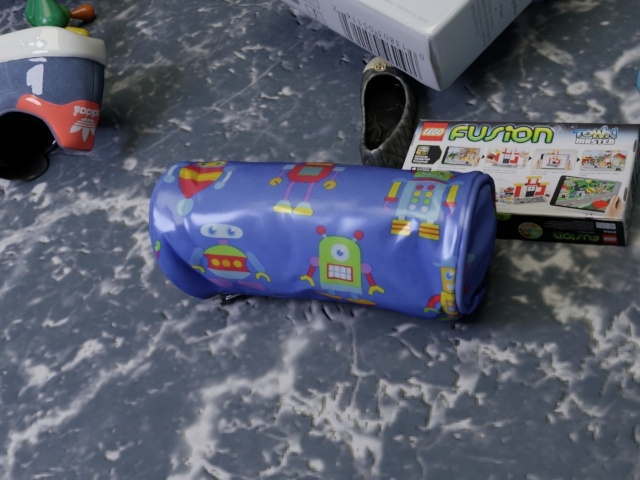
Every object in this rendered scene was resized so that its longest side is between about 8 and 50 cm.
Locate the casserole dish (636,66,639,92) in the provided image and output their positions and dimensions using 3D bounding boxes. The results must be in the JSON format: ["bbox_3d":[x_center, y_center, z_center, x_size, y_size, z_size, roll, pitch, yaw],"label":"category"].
[{"bbox_3d":[0.358,-0.135,0.926,0.114,0.037,0.188,-19,46,5],"label":"casserole dish"}]

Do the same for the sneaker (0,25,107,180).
[{"bbox_3d":[-0.384,-0.137,1.170,0.350,0.131,0.148,-5,86,37],"label":"sneaker"}]

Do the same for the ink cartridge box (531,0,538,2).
[{"bbox_3d":[0.195,-0.383,1.187,0.185,0.065,0.311,-8,52,15],"label":"ink cartridge box"}]

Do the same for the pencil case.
[{"bbox_3d":[0.000,0.000,0.892,0.306,0.133,0.119,3,18,23],"label":"pencil case"}]

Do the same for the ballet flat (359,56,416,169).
[{"bbox_3d":[0.066,-0.129,1.025,0.057,0.049,0.173,-10,48,12],"label":"ballet flat"}]

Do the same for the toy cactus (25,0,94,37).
[{"bbox_3d":[-0.329,-0.292,1.244,0.112,0.180,0.219,-8,50,-13],"label":"toy cactus"}]

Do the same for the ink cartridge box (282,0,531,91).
[{"bbox_3d":[0.130,-0.369,1.096,0.308,0.091,0.385,36,72,31],"label":"ink cartridge box"}]

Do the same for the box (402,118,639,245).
[{"bbox_3d":[0.176,-0.056,0.928,0.207,0.036,0.114,5,53,25],"label":"box"}]
